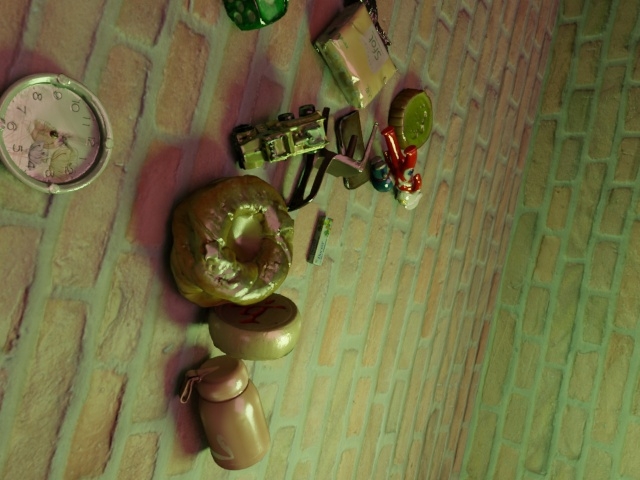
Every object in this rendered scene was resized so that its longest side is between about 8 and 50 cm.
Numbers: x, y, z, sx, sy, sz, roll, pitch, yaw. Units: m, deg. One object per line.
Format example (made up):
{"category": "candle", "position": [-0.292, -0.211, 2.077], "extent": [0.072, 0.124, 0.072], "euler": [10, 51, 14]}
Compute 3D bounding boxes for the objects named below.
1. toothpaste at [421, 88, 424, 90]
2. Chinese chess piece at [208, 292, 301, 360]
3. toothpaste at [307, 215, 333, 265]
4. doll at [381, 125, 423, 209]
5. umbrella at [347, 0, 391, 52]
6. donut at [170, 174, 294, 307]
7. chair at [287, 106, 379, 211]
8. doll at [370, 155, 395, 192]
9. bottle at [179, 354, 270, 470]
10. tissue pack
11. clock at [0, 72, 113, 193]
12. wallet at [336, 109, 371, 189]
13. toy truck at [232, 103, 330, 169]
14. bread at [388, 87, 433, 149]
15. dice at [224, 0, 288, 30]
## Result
{"category": "toothpaste", "position": [0.395, -0.559, 2.198], "extent": [0.024, 0.015, 0.083], "euler": [16, 91, -52]}
{"category": "Chinese chess piece", "position": [-0.175, 0.224, 1.489], "extent": [0.249, 0.249, 0.103], "euler": [-18, 123, -48]}
{"category": "toothpaste", "position": [0.000, 0.000, 1.825], "extent": [0.046, 0.034, 0.164], "euler": [21, 81, -47]}
{"category": "doll", "position": [0.307, -0.246, 2.040], "extent": [0.099, 0.188, 0.384], "euler": [-36, 144, -7]}
{"category": "umbrella", "position": [0.171, -0.688, 1.835], "extent": [0.090, 0.094, 0.326], "euler": [-43, 130, -18]}
{"category": "donut", "position": [-0.227, 0.008, 1.438], "extent": [0.360, 0.169, 0.361], "euler": [1, 89, -45]}
{"category": "chair", "position": [0.030, -0.217, 1.680], "extent": [0.183, 0.175, 0.327], "euler": [18, 81, -21]}
{"category": "doll", "position": [0.222, -0.232, 1.994], "extent": [0.085, 0.114, 0.152], "euler": [-26, 137, -1]}
{"category": "bottle", "position": [-0.261, 0.467, 1.514], "extent": [0.206, 0.173, 0.297], "euler": [-15, 114, -12]}
{"category": "tissue pack", "position": [0.111, -0.578, 1.747], "extent": [0.215, 0.122, 0.257], "euler": [-52, 130, -20]}
{"category": "clock", "position": [-0.535, -0.212, 1.105], "extent": [0.236, 0.053, 0.237], "euler": [-11, 104, -50]}
{"category": "wallet", "position": [0.110, -0.305, 1.893], "extent": [0.137, 0.031, 0.256], "euler": [-35, 123, -41]}
{"category": "toy truck", "position": [-0.102, -0.273, 1.499], "extent": [0.259, 0.135, 0.129], "euler": [-16, 116, -11]}
{"category": "bread", "position": [0.348, -0.461, 2.115], "extent": [0.236, 0.069, 0.236], "euler": [-16, 111, -46]}
{"category": "dice", "position": [-0.166, -0.618, 1.413], "extent": [0.128, 0.120, 0.131], "euler": [-45, 128, -33]}
